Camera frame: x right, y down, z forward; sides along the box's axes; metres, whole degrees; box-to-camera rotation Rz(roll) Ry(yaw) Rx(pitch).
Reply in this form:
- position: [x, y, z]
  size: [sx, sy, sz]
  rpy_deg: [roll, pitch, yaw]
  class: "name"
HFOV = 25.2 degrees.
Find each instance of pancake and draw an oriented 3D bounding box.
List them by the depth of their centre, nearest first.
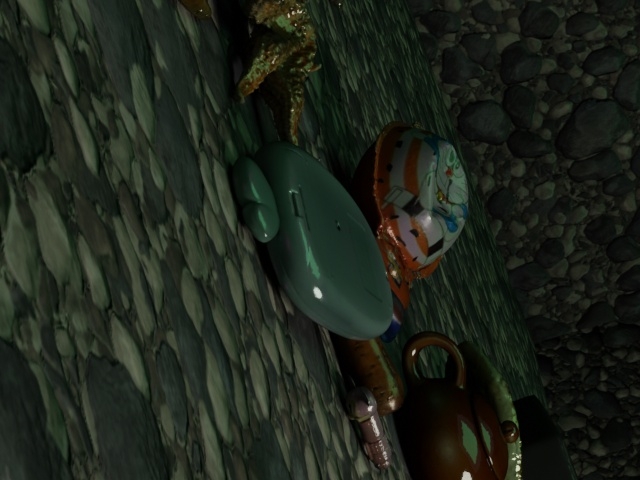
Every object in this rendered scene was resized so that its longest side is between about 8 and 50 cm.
- position: [0.207, 0.254, 1.907]
  size: [0.253, 0.037, 0.254]
  rpy_deg: [174, -90, -76]
  class: "pancake"

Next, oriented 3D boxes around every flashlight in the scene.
- position: [0.048, 0.191, 1.469]
  size: [0.052, 0.031, 0.110]
  rpy_deg: [43, -24, 58]
  class: "flashlight"

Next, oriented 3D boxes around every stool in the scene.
- position: [0.289, 0.350, 2.059]
  size: [0.232, 0.141, 0.232]
  rpy_deg: [160, -90, -88]
  class: "stool"

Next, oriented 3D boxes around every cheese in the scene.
- position: [0.104, -0.020, 1.823]
  size: [0.217, 0.129, 0.329]
  rpy_deg: [58, 35, -34]
  class: "cheese"

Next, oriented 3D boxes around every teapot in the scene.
- position: [0.171, 0.229, 1.752]
  size: [0.178, 0.135, 0.252]
  rpy_deg: [-39, 112, -83]
  class: "teapot"

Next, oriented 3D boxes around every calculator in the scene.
- position: [0.000, 0.000, 1.390]
  size: [0.299, 0.041, 0.186]
  rpy_deg: [37, 36, -58]
  class: "calculator"

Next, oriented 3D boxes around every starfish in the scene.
- position: [-0.053, -0.233, 1.478]
  size: [0.293, 0.084, 0.301]
  rpy_deg: [-94, 167, -55]
  class: "starfish"

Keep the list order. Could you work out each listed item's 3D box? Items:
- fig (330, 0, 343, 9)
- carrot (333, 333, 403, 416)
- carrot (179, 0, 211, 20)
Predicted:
- position: [0.024, -0.432, 2.138]
  size: [0.143, 0.231, 0.160]
  rpy_deg: [-2, 68, -34]
  class: "fig"
- position: [0.039, 0.108, 1.503]
  size: [0.161, 0.055, 0.055]
  rpy_deg: [66, 11, 1]
  class: "carrot"
- position: [-0.128, -0.234, 1.222]
  size: [0.254, 0.049, 0.049]
  rpy_deg: [46, 29, -75]
  class: "carrot"
